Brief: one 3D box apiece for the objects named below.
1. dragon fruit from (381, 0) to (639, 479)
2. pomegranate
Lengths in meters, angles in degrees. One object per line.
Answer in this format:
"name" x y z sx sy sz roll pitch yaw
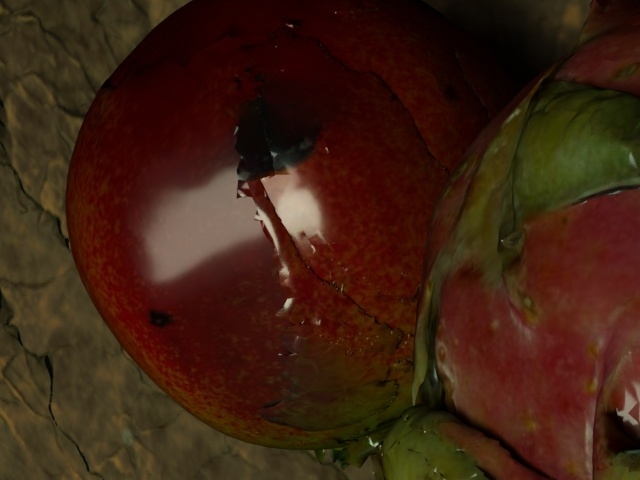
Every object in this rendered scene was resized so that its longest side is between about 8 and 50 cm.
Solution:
"dragon fruit" 0.149 0.042 0.486 0.269 0.250 0.291 -52 14 -5
"pomegranate" 0.000 0.000 0.703 0.210 0.210 0.235 -5 110 46
